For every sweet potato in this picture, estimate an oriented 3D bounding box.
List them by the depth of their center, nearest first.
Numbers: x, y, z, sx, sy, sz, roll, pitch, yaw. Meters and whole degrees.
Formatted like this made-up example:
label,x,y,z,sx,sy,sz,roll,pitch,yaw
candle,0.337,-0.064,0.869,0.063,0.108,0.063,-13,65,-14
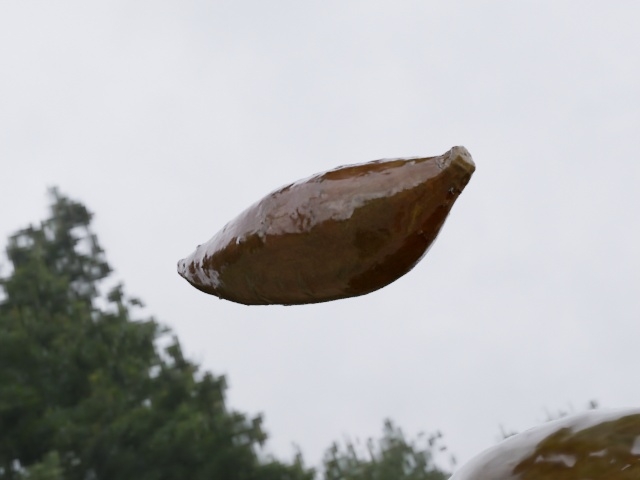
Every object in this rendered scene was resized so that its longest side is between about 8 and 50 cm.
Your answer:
label,x,y,z,sx,sy,sz,roll,pitch,yaw
sweet potato,0.000,0.000,0.350,0.095,0.034,0.034,-20,-26,36

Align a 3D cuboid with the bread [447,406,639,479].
label,x,y,z,sx,sy,sz,roll,pitch,yaw
bread,0.090,0.154,0.349,0.230,0.230,0.123,-29,-54,13
